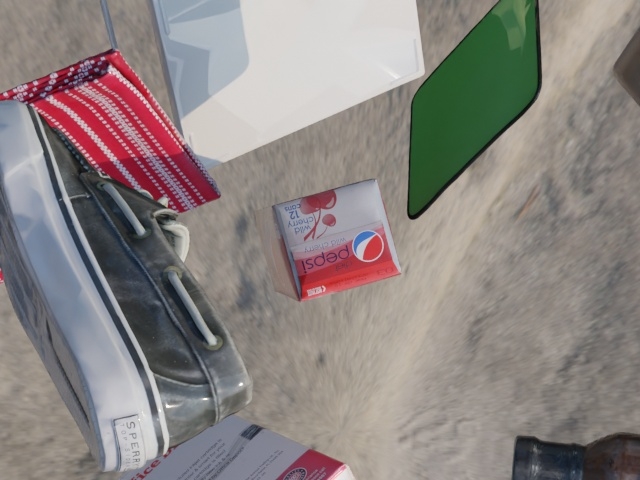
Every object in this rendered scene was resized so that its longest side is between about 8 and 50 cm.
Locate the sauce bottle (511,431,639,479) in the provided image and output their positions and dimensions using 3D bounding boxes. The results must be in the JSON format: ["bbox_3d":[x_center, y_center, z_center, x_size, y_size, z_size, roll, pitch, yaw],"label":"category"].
[{"bbox_3d":[0.397,0.282,1.723,0.344,0.111,0.111,5,82,12],"label":"sauce bottle"}]

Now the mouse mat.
[{"bbox_3d":[0.124,-0.119,1.210,0.007,0.189,0.152,23,49,-21],"label":"mouse mat"}]

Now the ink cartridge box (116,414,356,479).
[{"bbox_3d":[-0.089,0.279,1.478,0.172,0.237,0.100,-42,124,-26],"label":"ink cartridge box"}]

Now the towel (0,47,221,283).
[{"bbox_3d":[-0.248,-0.045,1.249,0.275,0.199,0.031,-21,49,12],"label":"towel"}]

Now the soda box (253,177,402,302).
[{"bbox_3d":[0.000,0.000,1.288,0.092,0.263,0.083,-16,91,-5],"label":"soda box"}]

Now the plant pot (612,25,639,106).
[{"bbox_3d":[0.428,-0.192,1.479,0.229,0.263,0.263,-43,84,14],"label":"plant pot"}]

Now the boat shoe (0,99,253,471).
[{"bbox_3d":[-0.144,0.019,0.999,0.119,0.121,0.335,-14,48,-21],"label":"boat shoe"}]

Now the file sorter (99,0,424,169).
[{"bbox_3d":[-0.066,-0.227,1.479,0.277,0.173,0.193,-26,125,-23],"label":"file sorter"}]
